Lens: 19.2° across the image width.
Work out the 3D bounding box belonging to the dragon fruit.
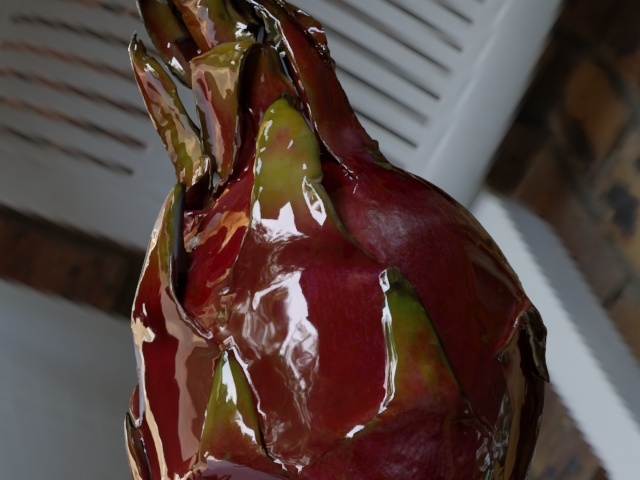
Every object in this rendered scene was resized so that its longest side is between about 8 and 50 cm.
[{"bbox_3d":[0.000,0.000,0.410,0.094,0.094,0.190,3,77,-49],"label":"dragon fruit"}]
